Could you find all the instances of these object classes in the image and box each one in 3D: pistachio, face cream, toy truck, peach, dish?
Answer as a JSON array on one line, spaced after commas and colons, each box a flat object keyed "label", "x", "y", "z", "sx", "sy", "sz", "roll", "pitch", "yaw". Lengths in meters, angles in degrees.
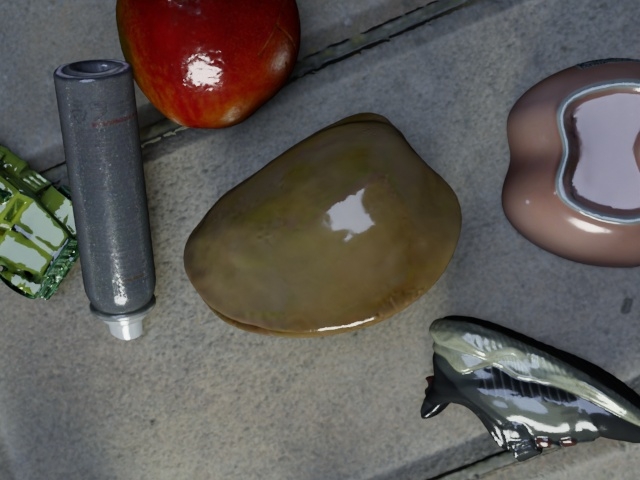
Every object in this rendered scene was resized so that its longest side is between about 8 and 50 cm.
[{"label": "pistachio", "x": 0.000, "y": 0.000, "z": 1.003, "sx": 0.260, "sy": 0.163, "sz": 0.213, "roll": -33, "pitch": 48, "yaw": 7}, {"label": "face cream", "x": -0.205, "y": -0.033, "z": 1.031, "sx": 0.073, "sy": 0.073, "sz": 0.284, "roll": 2, "pitch": 115, "yaw": 9}, {"label": "toy truck", "x": -0.361, "y": -0.047, "z": 1.065, "sx": 0.259, "sy": 0.135, "sz": 0.128, "roll": 35, "pitch": 91, "yaw": -2}, {"label": "peach", "x": -0.109, "y": -0.206, "z": 1.015, "sx": 0.197, "sy": 0.197, "sz": 0.197, "roll": -1, "pitch": 86, "yaw": 9}, {"label": "dish", "x": 0.272, "y": -0.079, "z": 0.999, "sx": 0.213, "sy": 0.090, "sz": 0.213, "roll": -1, "pitch": 85, "yaw": 9}]

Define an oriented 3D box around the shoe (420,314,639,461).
[{"label": "shoe", "x": 0.196, "y": 0.153, "z": 0.998, "sx": 0.227, "sy": 0.099, "sz": 0.112, "roll": 25, "pitch": 97, "yaw": 14}]
